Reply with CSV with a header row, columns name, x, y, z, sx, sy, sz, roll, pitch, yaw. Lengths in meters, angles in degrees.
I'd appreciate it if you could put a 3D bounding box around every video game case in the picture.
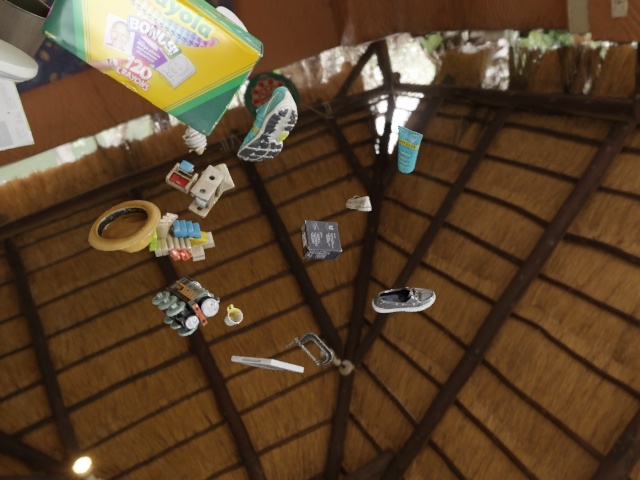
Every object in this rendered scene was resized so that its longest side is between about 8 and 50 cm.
name,x,y,z,sx,sy,sz,roll,pitch,yaw
video game case,-0.201,0.475,1.999,0.194,0.212,0.023,-3,-111,33

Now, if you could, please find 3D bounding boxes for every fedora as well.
name,x,y,z,sx,sy,sz,roll,pitch,yaw
fedora,-0.508,-0.023,1.377,0.195,0.079,0.194,-7,-134,7

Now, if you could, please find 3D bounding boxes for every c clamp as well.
name,x,y,z,sx,sy,sz,roll,pitch,yaw
c clamp,-0.034,0.411,1.947,0.137,0.161,0.022,-51,174,29

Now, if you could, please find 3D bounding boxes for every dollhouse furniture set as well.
name,x,y,z,sx,sy,sz,roll,pitch,yaw
dollhouse furniture set,-0.441,-0.193,1.775,0.184,0.129,0.128,29,-121,-2

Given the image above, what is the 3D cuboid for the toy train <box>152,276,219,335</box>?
name,x,y,z,sx,sy,sz,roll,pitch,yaw
toy train,-0.517,0.245,2.006,0.190,0.142,0.334,-36,-154,-24

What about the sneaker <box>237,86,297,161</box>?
name,x,y,z,sx,sy,sz,roll,pitch,yaw
sneaker,-0.149,-0.318,1.473,0.107,0.109,0.275,8,147,-35

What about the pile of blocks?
name,x,y,z,sx,sy,sz,roll,pitch,yaw
pile of blocks,-0.489,0.001,1.717,0.362,0.112,0.149,9,142,-44

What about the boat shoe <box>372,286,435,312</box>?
name,x,y,z,sx,sy,sz,roll,pitch,yaw
boat shoe,0.288,0.190,1.760,0.229,0.076,0.080,-3,-128,-12

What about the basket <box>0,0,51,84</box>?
name,x,y,z,sx,sy,sz,roll,pitch,yaw
basket,-0.830,-0.537,1.369,0.226,0.205,0.154,-55,-171,23

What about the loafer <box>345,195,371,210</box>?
name,x,y,z,sx,sy,sz,roll,pitch,yaw
loafer,0.104,-0.104,1.402,0.045,0.039,0.125,-2,-170,-19

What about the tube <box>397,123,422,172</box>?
name,x,y,z,sx,sy,sz,roll,pitch,yaw
tube,0.263,-0.275,1.558,0.080,0.207,0.052,24,-108,15

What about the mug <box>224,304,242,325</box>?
name,x,y,z,sx,sy,sz,roll,pitch,yaw
mug,-0.352,0.305,2.087,0.064,0.062,0.078,-40,-151,46

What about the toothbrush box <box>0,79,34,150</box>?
name,x,y,z,sx,sy,sz,roll,pitch,yaw
toothbrush box,-0.766,-0.371,1.173,0.122,0.206,0.283,-18,-117,-25

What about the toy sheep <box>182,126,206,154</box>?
name,x,y,z,sx,sy,sz,roll,pitch,yaw
toy sheep,-0.484,-0.392,1.998,0.091,0.132,0.091,-10,-149,6

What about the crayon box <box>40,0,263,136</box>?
name,x,y,z,sx,sy,sz,roll,pitch,yaw
crayon box,-0.248,-0.310,0.798,0.165,0.279,0.081,-49,-156,24

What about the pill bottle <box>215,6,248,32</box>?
name,x,y,z,sx,sy,sz,roll,pitch,yaw
pill bottle,-0.331,-0.494,1.419,0.279,0.162,0.162,-27,-160,27

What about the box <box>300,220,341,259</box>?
name,x,y,z,sx,sy,sz,roll,pitch,yaw
box,0.000,0.000,2.368,0.159,0.093,0.155,3,-121,-19

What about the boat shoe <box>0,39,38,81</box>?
name,x,y,z,sx,sy,sz,roll,pitch,yaw
boat shoe,-0.559,-0.279,0.790,0.228,0.081,0.079,14,-146,-25

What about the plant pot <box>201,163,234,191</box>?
name,x,y,z,sx,sy,sz,roll,pitch,yaw
plant pot,-0.429,-0.257,2.141,0.109,0.109,0.096,-23,178,-3
